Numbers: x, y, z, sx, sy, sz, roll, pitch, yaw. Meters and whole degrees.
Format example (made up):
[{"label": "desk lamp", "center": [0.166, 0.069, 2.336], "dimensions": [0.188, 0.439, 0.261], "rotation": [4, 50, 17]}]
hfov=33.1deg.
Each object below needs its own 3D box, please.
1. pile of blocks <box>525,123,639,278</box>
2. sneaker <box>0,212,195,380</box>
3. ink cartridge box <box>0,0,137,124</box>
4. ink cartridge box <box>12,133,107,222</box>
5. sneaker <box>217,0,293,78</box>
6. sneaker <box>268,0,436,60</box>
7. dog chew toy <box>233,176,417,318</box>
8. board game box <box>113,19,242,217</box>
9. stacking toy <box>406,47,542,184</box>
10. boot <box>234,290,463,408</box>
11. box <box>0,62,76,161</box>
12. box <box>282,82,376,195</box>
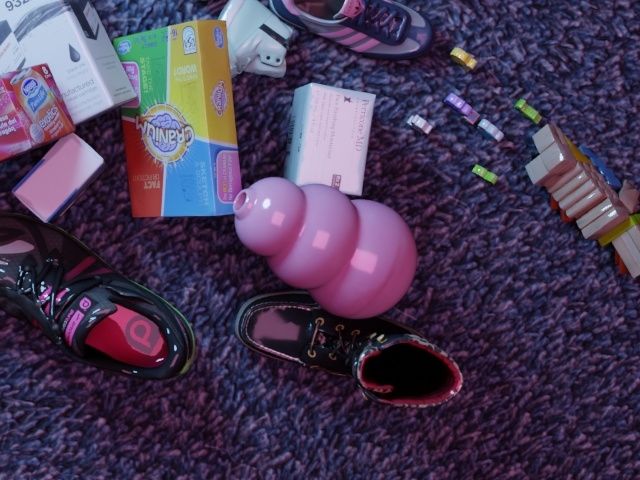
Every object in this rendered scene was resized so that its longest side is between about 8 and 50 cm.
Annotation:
[{"label": "pile of blocks", "center": [0.524, -0.066, 2.070], "dimensions": [0.362, 0.149, 0.112], "rotation": [48, 128, -2]}, {"label": "sneaker", "center": [-0.422, 0.094, 1.829], "dimensions": [0.483, 0.202, 0.185], "rotation": [26, 88, -12]}, {"label": "ink cartridge box", "center": [-0.482, -0.325, 1.789], "dimensions": [0.223, 0.129, 0.307], "rotation": [-23, 99, 14]}, {"label": "ink cartridge box", "center": [-0.435, -0.106, 1.817], "dimensions": [0.082, 0.190, 0.139], "rotation": [43, 85, -10]}, {"label": "sneaker", "center": [-0.145, -0.298, 1.910], "dimensions": [0.151, 0.094, 0.256], "rotation": [29, 90, -15]}, {"label": "sneaker", "center": [0.067, -0.397, 1.924], "dimensions": [0.319, 0.131, 0.112], "rotation": [12, 92, -12]}, {"label": "dog chew toy", "center": [0.000, 0.000, 1.786], "dimensions": [0.332, 0.206, 0.206], "rotation": [26, 89, -30]}, {"label": "board game box", "center": [-0.242, -0.199, 1.826], "dimensions": [0.064, 0.242, 0.316], "rotation": [-10, 97, -44]}, {"label": "stacking toy", "center": [0.291, -0.230, 2.023], "dimensions": [0.221, 0.052, 0.167], "rotation": [36, 87, -12]}, {"label": "boot", "center": [0.051, 0.191, 1.888], "dimensions": [0.377, 0.284, 0.138], "rotation": [17, 92, -13]}, {"label": "box", "center": [-0.535, -0.175, 1.695], "dimensions": [0.257, 0.128, 0.122], "rotation": [-17, 100, 26]}, {"label": "box", "center": [0.011, -0.176, 1.905], "dimensions": [0.119, 0.182, 0.181], "rotation": [7, 93, -11]}]
